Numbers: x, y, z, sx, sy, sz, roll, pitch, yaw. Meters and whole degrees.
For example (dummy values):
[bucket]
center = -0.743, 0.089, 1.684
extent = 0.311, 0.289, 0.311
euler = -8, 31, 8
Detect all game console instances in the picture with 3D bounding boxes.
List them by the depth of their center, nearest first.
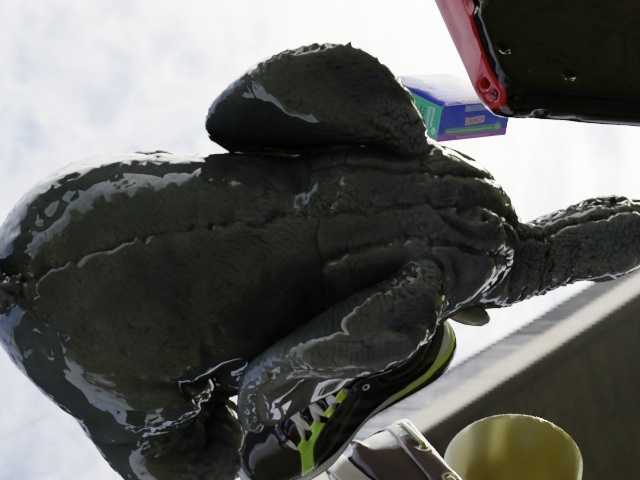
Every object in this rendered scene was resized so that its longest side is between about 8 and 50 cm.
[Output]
[game console]
center = 0.275, -0.199, 1.102
extent = 0.386, 0.060, 0.342
euler = 2, -134, -15

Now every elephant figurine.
[elephant figurine]
center = 0.000, 0.000, 0.538
extent = 0.169, 0.239, 0.186
euler = 65, -156, -19

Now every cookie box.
[cookie box]
center = 0.126, -0.138, 1.351
extent = 0.092, 0.107, 0.040
euler = -8, -65, -31

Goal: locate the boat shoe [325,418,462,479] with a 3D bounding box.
[boat shoe]
center = 0.126, 0.257, 1.119
extent = 0.097, 0.324, 0.116
euler = -36, -54, -15

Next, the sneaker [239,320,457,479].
[sneaker]
center = 0.014, 0.120, 1.130
extent = 0.234, 0.084, 0.097
euler = -39, -28, -5

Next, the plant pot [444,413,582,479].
[plant pot]
center = 0.183, 0.246, 1.245
extent = 0.134, 0.134, 0.095
euler = 58, -158, -27
